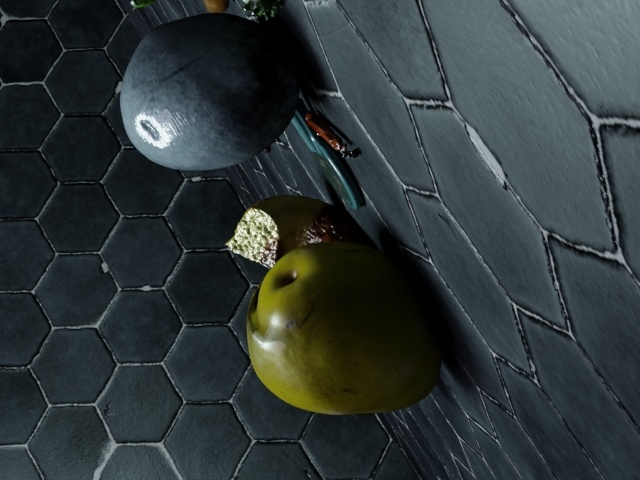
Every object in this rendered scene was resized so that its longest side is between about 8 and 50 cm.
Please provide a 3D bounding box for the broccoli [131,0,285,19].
[{"bbox_3d":[-0.134,-0.321,1.258,0.194,0.194,0.219,57,179,21],"label":"broccoli"}]

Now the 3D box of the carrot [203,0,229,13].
[{"bbox_3d":[-0.175,-0.408,1.753,0.060,0.060,0.186,56,175,23],"label":"carrot"}]

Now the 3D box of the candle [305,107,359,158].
[{"bbox_3d":[0.014,-0.149,1.625,0.021,0.026,0.167,59,175,-34],"label":"candle"}]

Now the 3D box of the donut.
[{"bbox_3d":[0.000,0.000,1.951,0.295,0.151,0.112,28,134,20],"label":"donut"}]

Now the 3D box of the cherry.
[{"bbox_3d":[-0.161,-0.215,1.638,0.296,0.255,0.218,18,133,55],"label":"cherry"}]

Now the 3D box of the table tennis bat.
[{"bbox_3d":[0.006,-0.132,1.743,0.201,0.033,0.124,56,173,-17],"label":"table tennis bat"}]

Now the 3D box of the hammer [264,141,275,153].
[{"bbox_3d":[-0.109,-0.206,2.294,0.065,0.021,0.178,61,173,-8],"label":"hammer"}]

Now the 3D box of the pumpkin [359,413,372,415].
[{"bbox_3d":[0.013,0.150,2.021,0.325,0.242,0.232,22,161,26],"label":"pumpkin"}]

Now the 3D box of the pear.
[{"bbox_3d":[0.045,0.155,1.748,0.336,0.285,0.285,43,177,-13],"label":"pear"}]
